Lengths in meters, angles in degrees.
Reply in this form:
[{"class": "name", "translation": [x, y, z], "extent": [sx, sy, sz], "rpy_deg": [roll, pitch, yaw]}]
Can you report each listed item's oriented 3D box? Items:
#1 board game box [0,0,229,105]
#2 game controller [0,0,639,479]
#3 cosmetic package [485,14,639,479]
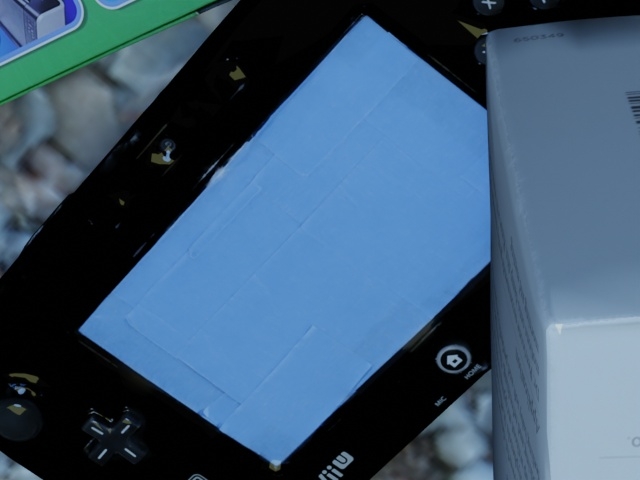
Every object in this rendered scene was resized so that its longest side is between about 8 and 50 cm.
[{"class": "board game box", "translation": [-0.144, -0.187, 0.502], "extent": [0.213, 0.046, 0.317], "rpy_deg": [-20, 101, 29]}, {"class": "game controller", "translation": [0.000, 0.000, 0.681], "extent": [0.166, 0.067, 0.319], "rpy_deg": [40, 116, -8]}, {"class": "cosmetic package", "translation": [0.136, 0.126, 0.613], "extent": [0.155, 0.197, 0.366], "rpy_deg": [-4, 121, 2]}]
